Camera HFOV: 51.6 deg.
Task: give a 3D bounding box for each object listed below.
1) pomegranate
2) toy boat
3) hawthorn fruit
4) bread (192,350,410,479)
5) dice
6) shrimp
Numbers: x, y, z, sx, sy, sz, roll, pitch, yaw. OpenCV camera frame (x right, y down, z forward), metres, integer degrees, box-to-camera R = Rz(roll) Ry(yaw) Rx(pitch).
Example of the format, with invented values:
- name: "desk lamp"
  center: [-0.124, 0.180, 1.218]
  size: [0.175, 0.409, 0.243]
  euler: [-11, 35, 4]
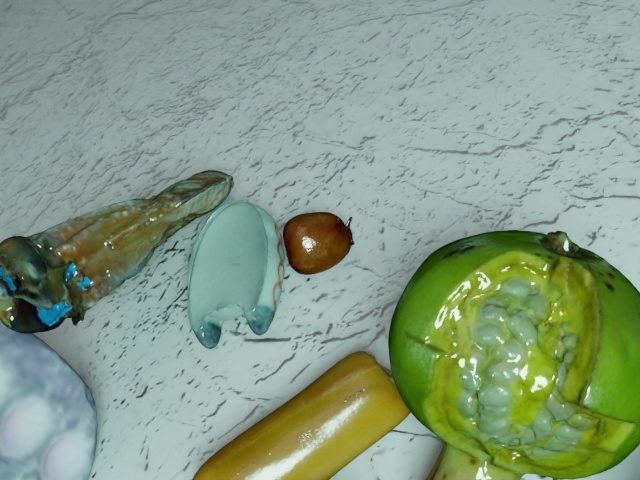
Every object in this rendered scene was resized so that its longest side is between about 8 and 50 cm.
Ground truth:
- name: "pomegranate"
  center: [0.160, 0.137, 0.574]
  size: [0.236, 0.236, 0.301]
  euler: [17, 90, 35]
- name: "toy boat"
  center: [-0.104, 0.043, 0.867]
  size: [0.134, 0.079, 0.207]
  euler: [-22, 50, 23]
- name: "hawthorn fruit"
  center: [0.000, 0.000, 0.849]
  size: [0.093, 0.081, 0.081]
  euler: [-12, 44, -2]
- name: "bread"
  center: [-0.018, 0.200, 0.669]
  size: [0.239, 0.074, 0.092]
  euler: [-35, 40, -12]
- name: "dice"
  center: [-0.427, 0.215, 0.690]
  size: [0.271, 0.270, 0.270]
  euler: [5, 50, 27]
- name: "shrimp"
  center: [-0.236, -0.003, 0.814]
  size: [0.221, 0.110, 0.445]
  euler: [-28, 8, 20]
